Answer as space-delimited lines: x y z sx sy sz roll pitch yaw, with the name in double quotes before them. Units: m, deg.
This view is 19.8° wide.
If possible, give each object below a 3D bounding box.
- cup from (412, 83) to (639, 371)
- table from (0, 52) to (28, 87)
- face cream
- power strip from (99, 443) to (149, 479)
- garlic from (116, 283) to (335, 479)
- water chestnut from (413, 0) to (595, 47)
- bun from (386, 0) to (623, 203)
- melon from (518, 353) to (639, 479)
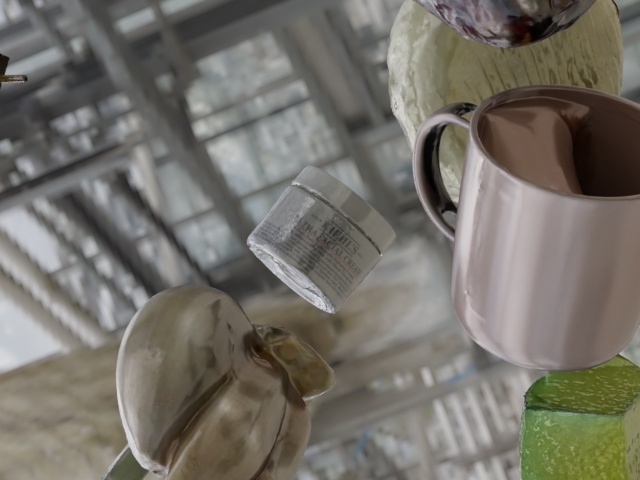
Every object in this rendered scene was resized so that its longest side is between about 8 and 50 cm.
"cup" 0.187 -0.019 1.638 0.191 0.253 0.200 -33 -38 -44
"table" -0.431 -0.119 2.139 0.121 0.111 0.240 22 -98 -51
"face cream" 0.000 0.000 2.719 0.177 0.153 0.177 37 171 7
"power strip" -0.210 0.247 2.366 0.048 0.080 0.286 40 -129 -1
"garlic" -0.113 0.180 2.080 0.279 0.132 0.325 54 -151 -4
"water chestnut" 0.182 -0.314 1.611 0.244 0.289 0.289 33 -167 -5
"bun" 0.216 -0.212 2.309 0.326 0.234 0.362 49 -120 -32
"melon" 0.286 0.284 1.824 0.196 0.124 0.323 -25 -72 -50
